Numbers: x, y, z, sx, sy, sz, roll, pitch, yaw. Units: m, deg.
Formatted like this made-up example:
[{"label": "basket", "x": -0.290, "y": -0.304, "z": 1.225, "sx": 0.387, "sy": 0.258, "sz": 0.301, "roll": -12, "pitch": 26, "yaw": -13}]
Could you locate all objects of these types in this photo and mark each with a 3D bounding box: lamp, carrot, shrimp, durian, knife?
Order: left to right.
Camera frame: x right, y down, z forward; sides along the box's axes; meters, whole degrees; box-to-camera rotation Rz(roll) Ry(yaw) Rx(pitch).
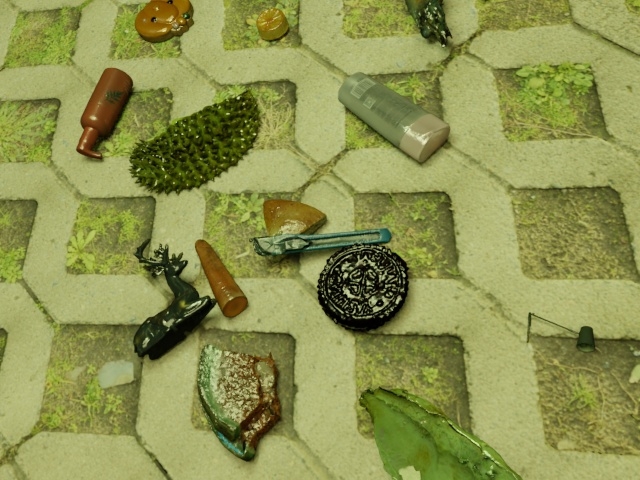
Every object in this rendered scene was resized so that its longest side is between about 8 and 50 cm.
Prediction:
[{"label": "durian", "x": -0.297, "y": -0.228, "z": 1.691, "sx": 0.356, "sy": 0.157, "sz": 0.169, "roll": -27, "pitch": 23, "yaw": -1}, {"label": "carrot", "x": -0.223, "y": 0.068, "z": 1.521, "sx": 0.061, "sy": 0.061, "sz": 0.209, "roll": -32, "pitch": 55, "yaw": -4}, {"label": "knife", "x": 0.000, "y": -0.001, "z": 1.483, "sx": 0.297, "sy": 0.026, "sz": 0.044, "roll": -6, "pitch": 73, "yaw": -1}, {"label": "durian", "x": 0.202, "y": 0.375, "z": 1.152, "sx": 0.163, "sy": 0.198, "sz": 0.394, "roll": -45, "pitch": 58, "yaw": -10}, {"label": "shrimp", "x": 0.319, "y": -0.640, "z": 1.757, "sx": 0.272, "sy": 0.085, "sz": 0.444, "roll": -3, "pitch": 57, "yaw": 8}, {"label": "lamp", "x": 0.440, "y": 0.164, "z": 1.302, "sx": 0.121, "sy": 0.041, "sz": 0.054, "roll": 9, "pitch": 56, "yaw": 16}]

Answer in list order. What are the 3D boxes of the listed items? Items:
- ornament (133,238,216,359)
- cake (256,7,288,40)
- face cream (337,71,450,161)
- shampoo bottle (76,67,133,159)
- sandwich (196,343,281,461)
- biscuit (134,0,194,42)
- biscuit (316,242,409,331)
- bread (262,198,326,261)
[{"label": "ornament", "x": -0.348, "y": 0.112, "z": 1.511, "sx": 0.202, "sy": 0.080, "sz": 0.236, "roll": -40, "pitch": 59, "yaw": 4}, {"label": "cake", "x": -0.124, "y": -0.558, "z": 1.841, "sx": 0.084, "sy": 0.044, "sz": 0.084, "roll": -7, "pitch": 60, "yaw": 13}, {"label": "face cream", "x": 0.158, "y": -0.281, "z": 1.597, "sx": 0.107, "sy": 0.073, "sz": 0.269, "roll": -46, "pitch": 61, "yaw": -7}, {"label": "shampoo bottle", "x": -0.554, "y": -0.321, "z": 1.806, "sx": 0.086, "sy": 0.085, "sz": 0.244, "roll": 7, "pitch": 66, "yaw": 18}, {"label": "sandwich", "x": -0.160, "y": 0.300, "z": 1.357, "sx": 0.159, "sy": 0.079, "sz": 0.235, "roll": -12, "pitch": 59, "yaw": 9}, {"label": "biscuit", "x": -0.426, "y": -0.616, "z": 1.950, "sx": 0.170, "sy": 0.050, "sz": 0.170, "roll": -6, "pitch": 61, "yaw": 12}, {"label": "biscuit", "x": 0.084, "y": 0.091, "z": 1.423, "sx": 0.195, "sy": 0.053, "sz": 0.194, "roll": -6, "pitch": 61, "yaw": 12}, {"label": "bread", "x": -0.053, "y": -0.037, "z": 1.533, "sx": 0.136, "sy": 0.054, "sz": 0.154, "roll": -13, "pitch": 62, "yaw": 5}]
